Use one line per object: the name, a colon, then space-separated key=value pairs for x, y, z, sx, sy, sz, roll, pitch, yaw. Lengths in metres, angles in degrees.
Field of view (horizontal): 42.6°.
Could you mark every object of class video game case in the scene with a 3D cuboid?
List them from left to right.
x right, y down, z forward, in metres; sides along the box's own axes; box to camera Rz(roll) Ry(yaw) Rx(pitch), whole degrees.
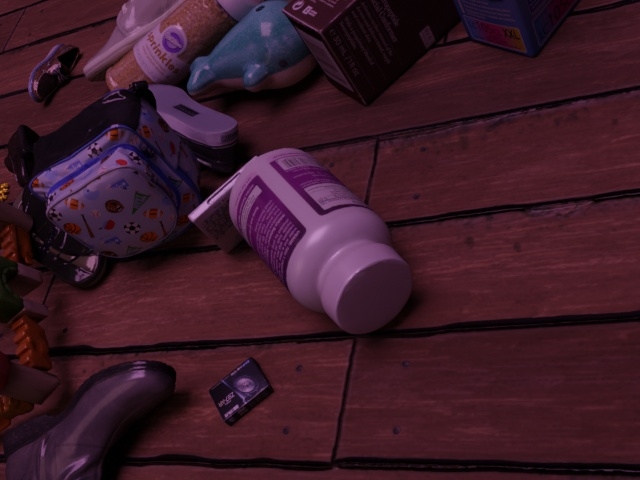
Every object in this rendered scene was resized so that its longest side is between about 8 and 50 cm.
video game case: x=-0.129 y=-0.054 z=1.331 sx=0.143 sy=0.157 sz=0.019 roll=-42 pitch=66 yaw=-3

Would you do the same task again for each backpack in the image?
backpack: x=-0.332 y=-0.097 z=1.417 sx=0.277 sy=0.263 sz=0.213 roll=-24 pitch=53 yaw=23

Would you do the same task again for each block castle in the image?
block castle: x=-0.648 y=0.134 z=1.413 sx=0.303 sy=0.213 sz=0.453 roll=-37 pitch=52 yaw=17

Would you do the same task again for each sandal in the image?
sandal: x=-0.507 y=-0.001 z=1.583 sx=0.303 sy=0.086 sz=0.120 roll=39 pitch=94 yaw=29

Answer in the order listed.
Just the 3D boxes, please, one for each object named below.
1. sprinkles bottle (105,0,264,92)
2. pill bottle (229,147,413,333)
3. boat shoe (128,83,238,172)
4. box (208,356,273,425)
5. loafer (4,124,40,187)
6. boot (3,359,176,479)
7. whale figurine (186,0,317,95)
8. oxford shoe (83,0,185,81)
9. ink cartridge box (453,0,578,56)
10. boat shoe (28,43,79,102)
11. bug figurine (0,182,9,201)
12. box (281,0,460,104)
sprinkles bottle: x=-0.277 y=-0.405 z=1.668 sx=0.355 sy=0.121 sz=0.121 roll=-35 pitch=44 yaw=23
pill bottle: x=0.000 y=0.000 z=1.197 sx=0.169 sy=0.169 sz=0.301 roll=-41 pitch=45 yaw=-2
boat shoe: x=-0.266 y=-0.215 z=1.574 sx=0.306 sy=0.104 sz=0.113 roll=26 pitch=40 yaw=32
box: x=-0.117 y=0.221 z=1.205 sx=0.083 sy=0.018 sz=0.067 roll=-38 pitch=45 yaw=1
loafer: x=-0.650 y=-0.168 z=1.811 sx=0.078 sy=0.080 sz=0.220 roll=-41 pitch=39 yaw=12
boot: x=-0.332 y=0.336 z=1.204 sx=0.338 sy=0.118 sz=0.222 roll=-35 pitch=47 yaw=20
whale figurine: x=-0.136 y=-0.364 z=1.558 sx=0.272 sy=0.141 sz=0.216 roll=-14 pitch=40 yaw=11
oxford shoe: x=-0.348 y=-0.498 z=1.765 sx=0.449 sy=0.130 sz=0.169 roll=-34 pitch=3 yaw=21
ink cartridge box: x=0.293 y=-0.521 z=1.251 sx=0.151 sy=0.395 sz=0.270 roll=27 pitch=74 yaw=42
boat shoe: x=-0.645 y=-0.412 z=1.993 sx=0.066 sy=0.066 sz=0.183 roll=-2 pitch=56 yaw=30
bug figurine: x=-0.796 y=-0.036 z=1.795 sx=0.279 sy=0.072 sz=0.216 roll=-24 pitch=47 yaw=15
box: x=0.144 y=-0.440 z=1.431 sx=0.381 sy=0.191 sz=0.143 roll=-44 pitch=45 yaw=-4
